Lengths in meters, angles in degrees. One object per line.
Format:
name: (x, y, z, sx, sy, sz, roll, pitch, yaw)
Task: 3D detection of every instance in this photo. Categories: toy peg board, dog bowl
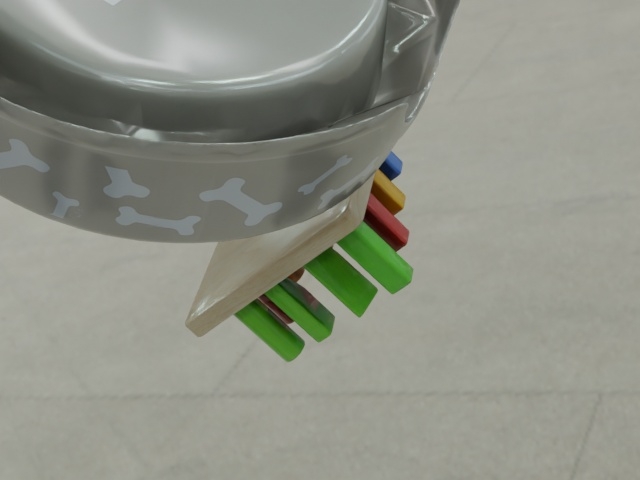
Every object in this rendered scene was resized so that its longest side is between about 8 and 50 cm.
toy peg board: (0.000, 0.000, 0.898, 0.161, 0.079, 0.161, -35, 22, 30)
dog bowl: (-0.089, -0.142, 0.726, 0.348, 0.102, 0.349, 7, 46, -8)
